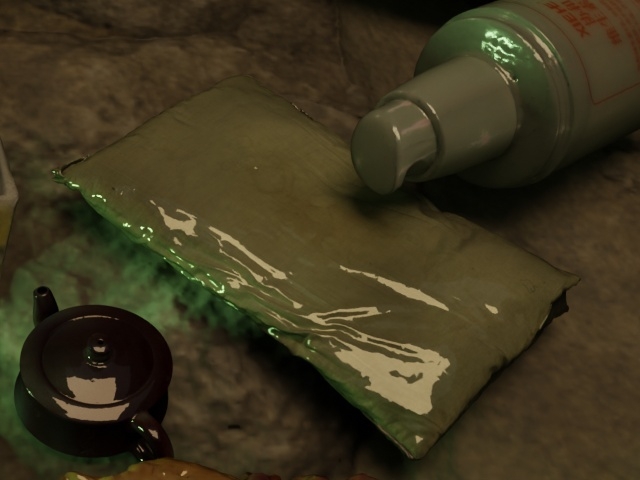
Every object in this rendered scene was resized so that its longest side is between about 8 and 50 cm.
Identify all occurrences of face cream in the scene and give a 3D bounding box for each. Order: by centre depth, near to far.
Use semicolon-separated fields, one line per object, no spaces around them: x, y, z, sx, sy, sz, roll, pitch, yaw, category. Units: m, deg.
0.106;-0.081;0.668;0.101;0.101;0.252;44;43;21;face cream

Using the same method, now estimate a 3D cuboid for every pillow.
0.000;0.000;0.616;0.230;0.050;0.148;34;42;17;pillow

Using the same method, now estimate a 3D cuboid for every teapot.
-0.095;0.059;0.533;0.068;0.045;0.100;-28;62;-34;teapot

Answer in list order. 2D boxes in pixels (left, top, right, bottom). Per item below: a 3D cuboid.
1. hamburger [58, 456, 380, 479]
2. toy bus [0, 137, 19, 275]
-0.112;0.169;0.314;0.245;0.282;0.155;23;-3;-30;hamburger
-0.211;-0.077;0.513;0.097;0.138;0.342;2;36;-30;toy bus
